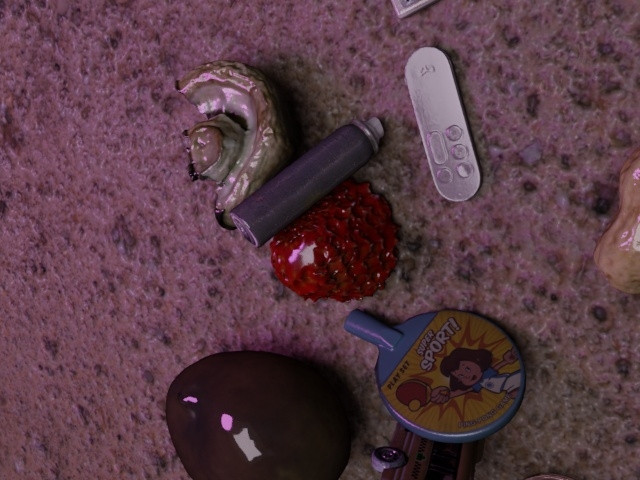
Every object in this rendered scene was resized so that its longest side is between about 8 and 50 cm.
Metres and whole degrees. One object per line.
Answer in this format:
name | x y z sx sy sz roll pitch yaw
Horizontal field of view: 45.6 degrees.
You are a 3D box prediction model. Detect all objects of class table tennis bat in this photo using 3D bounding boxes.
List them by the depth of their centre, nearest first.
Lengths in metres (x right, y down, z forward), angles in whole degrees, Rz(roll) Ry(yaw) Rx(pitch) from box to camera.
table tennis bat | 0.167 0.190 1.203 0.329 0.044 0.215 26 68 39

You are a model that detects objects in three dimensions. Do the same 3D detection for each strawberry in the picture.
strawberry | 0.000 0.000 1.233 0.234 0.178 0.234 2 97 22

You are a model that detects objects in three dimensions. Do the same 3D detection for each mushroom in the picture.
mushroom | -0.115 -0.161 1.253 0.164 0.189 0.267 -18 69 15

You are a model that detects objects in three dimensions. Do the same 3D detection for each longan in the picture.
longan | -0.112 0.324 1.310 0.350 0.288 0.288 12 106 36

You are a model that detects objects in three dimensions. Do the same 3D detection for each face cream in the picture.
face cream | -0.012 -0.100 1.187 0.283 0.073 0.073 -39 80 -15

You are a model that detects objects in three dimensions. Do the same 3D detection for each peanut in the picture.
peanut | 0.451 -0.047 1.029 0.123 0.123 0.256 31 117 18

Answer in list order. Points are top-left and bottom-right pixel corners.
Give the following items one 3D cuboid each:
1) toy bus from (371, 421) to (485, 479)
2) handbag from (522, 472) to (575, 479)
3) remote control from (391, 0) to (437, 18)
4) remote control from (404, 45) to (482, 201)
toy bus | 0.165 0.354 1.165 0.157 0.289 0.139 8 106 13
handbag | 0.361 0.474 1.184 0.179 0.116 0.205 33 112 16
remote control | 0.184 -0.410 1.130 0.190 0.029 0.087 -21 92 28
remote control | 0.190 -0.180 1.181 0.077 0.022 0.245 -14 95 27
